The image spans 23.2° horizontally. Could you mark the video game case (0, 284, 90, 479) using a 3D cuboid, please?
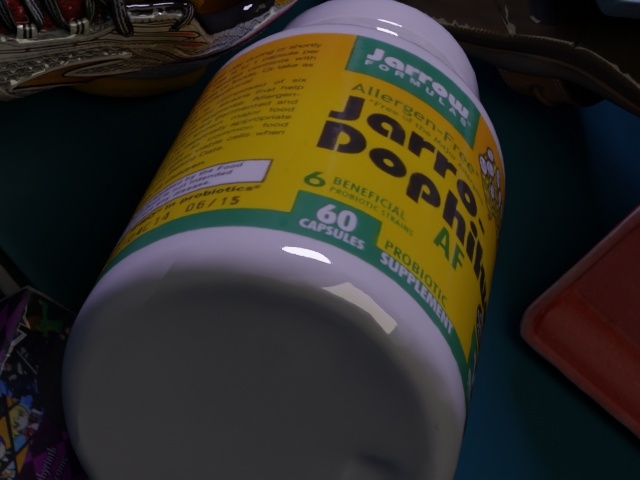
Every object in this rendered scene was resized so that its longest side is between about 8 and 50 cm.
[{"bbox_3d":[-0.055,0.164,0.506,0.210,0.042,0.232,31,60,-26],"label":"video game case"}]

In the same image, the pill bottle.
[{"bbox_3d":[0.000,0.000,0.513,0.117,0.117,0.208,47,29,-17],"label":"pill bottle"}]

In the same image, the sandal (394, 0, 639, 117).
[{"bbox_3d":[0.099,-0.091,0.686,0.219,0.060,0.090,10,64,-20],"label":"sandal"}]

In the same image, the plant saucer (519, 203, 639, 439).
[{"bbox_3d":[0.259,0.017,0.688,0.258,0.259,0.048,39,16,-21],"label":"plant saucer"}]

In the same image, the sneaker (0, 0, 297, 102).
[{"bbox_3d":[-0.091,-0.089,0.503,0.225,0.092,0.088,-21,90,-47],"label":"sneaker"}]

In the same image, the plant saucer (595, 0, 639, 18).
[{"bbox_3d":[0.119,-0.166,0.692,0.067,0.018,0.192,2,50,-27],"label":"plant saucer"}]
